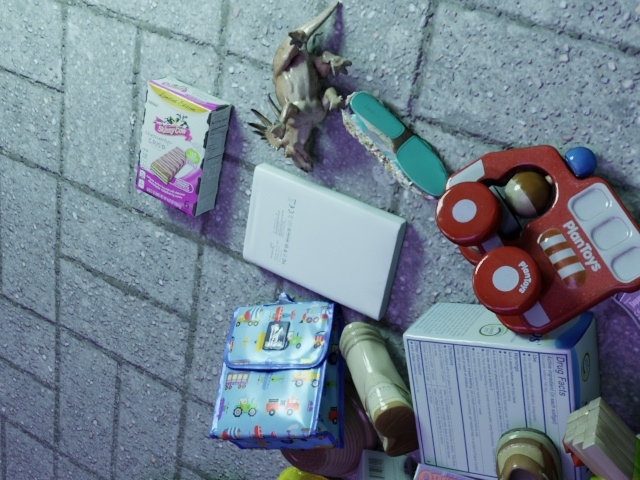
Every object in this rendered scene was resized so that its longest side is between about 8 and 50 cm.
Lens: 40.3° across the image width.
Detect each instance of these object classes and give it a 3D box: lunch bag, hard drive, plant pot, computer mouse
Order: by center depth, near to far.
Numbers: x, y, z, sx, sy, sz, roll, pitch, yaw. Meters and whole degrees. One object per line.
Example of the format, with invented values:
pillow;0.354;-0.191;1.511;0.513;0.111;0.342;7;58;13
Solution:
computer mouse;0.487;0.079;1.352;0.193;0.042;0.106;49;122;13
hard drive;0.000;0.000;1.626;0.307;0.040;0.203;23;120;23
lunch bag;-0.070;0.243;1.672;0.221;0.138;0.293;-7;64;24
plant pot;-0.012;0.386;1.752;0.237;0.110;0.237;13;116;29

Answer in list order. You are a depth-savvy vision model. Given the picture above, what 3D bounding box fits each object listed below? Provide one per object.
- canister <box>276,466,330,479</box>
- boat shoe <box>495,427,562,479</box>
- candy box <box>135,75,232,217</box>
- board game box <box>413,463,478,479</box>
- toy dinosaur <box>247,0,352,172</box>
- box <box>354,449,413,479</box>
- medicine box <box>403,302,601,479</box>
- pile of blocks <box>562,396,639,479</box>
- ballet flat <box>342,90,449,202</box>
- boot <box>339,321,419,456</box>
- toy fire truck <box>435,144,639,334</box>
canister;-0.022;0.570;1.836;0.126;0.073;0.170;14;131;28
boat shoe;0.341;0.456;1.353;0.122;0.120;0.324;-18;100;22
candy box;-0.271;-0.182;1.703;0.159;0.071;0.233;26;121;22
board game box;0.330;0.493;1.518;0.346;0.056;0.208;14;150;13
toy dinosaur;-0.045;-0.265;1.506;0.200;0.127;0.296;-158;73;-69
box;0.122;0.476;1.688;0.102;0.101;0.087;11;119;-5
medicine box;0.310;0.258;1.469;0.289;0.149;0.263;2;111;31
pile of blocks;0.489;0.378;1.337;0.362;0.149;0.112;30;131;-25
ballet flat;0.127;-0.153;1.471;0.241;0.091;0.077;50;157;10
boot;0.116;0.280;1.626;0.095;0.262;0.203;-27;55;3
toy fire truck;0.335;-0.015;1.324;0.254;0.169;0.302;-31;62;12
